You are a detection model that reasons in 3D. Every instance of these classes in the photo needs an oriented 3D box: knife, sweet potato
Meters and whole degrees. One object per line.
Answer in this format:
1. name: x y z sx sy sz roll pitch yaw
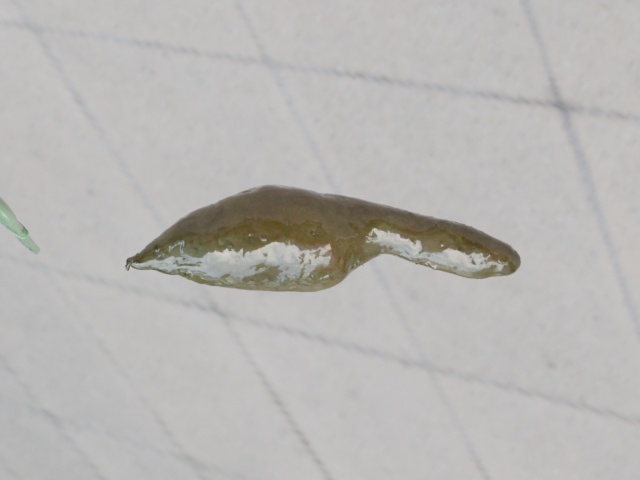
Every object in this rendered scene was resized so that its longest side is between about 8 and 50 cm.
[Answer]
1. knife: -0.249 -0.015 1.325 0.030 0.014 0.207 36 170 7
2. sweet potato: 0.002 -0.001 1.131 0.269 0.074 0.075 0 155 -8
